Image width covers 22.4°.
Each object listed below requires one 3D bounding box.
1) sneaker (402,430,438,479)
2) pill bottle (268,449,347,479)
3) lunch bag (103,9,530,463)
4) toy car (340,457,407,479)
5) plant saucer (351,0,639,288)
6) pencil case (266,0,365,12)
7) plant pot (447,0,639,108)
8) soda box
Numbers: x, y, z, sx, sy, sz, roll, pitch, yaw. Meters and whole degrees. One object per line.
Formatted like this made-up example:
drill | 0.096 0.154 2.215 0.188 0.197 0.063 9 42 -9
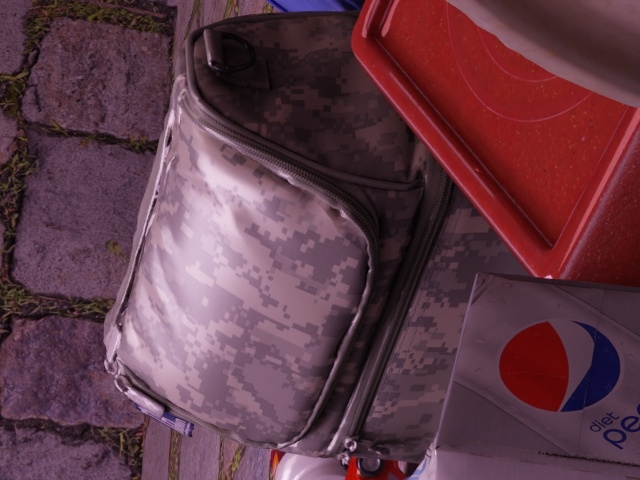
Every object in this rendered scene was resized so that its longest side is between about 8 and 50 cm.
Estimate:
sneaker | 0.096 0.151 0.988 0.086 0.085 0.237 -49 -6 -19
pill bottle | 0.001 0.184 1.352 0.152 0.086 0.086 -108 30 -66
lunch bag | 0.000 0.000 1.087 0.212 0.256 0.305 -92 16 -45
toy car | 0.027 0.285 1.236 0.225 0.053 0.239 112 163 -48
plant saucer | 0.106 -0.117 0.674 0.258 0.047 0.259 56 132 46
pencil case | 0.049 -0.298 1.210 0.306 0.119 0.133 -62 25 -9
plant pot | 0.182 -0.210 0.358 0.305 0.333 0.334 171 109 -65
soda box | 0.098 0.150 0.676 0.098 0.091 0.286 -72 -15 -45
